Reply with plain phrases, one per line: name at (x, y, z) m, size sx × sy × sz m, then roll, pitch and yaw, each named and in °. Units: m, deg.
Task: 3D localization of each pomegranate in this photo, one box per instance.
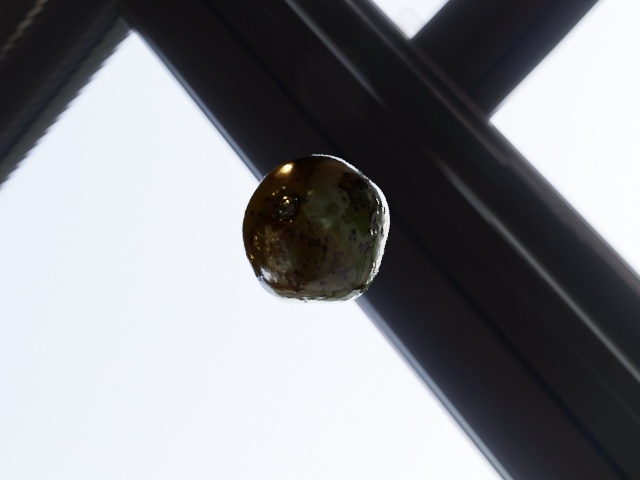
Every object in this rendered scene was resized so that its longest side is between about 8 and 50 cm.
pomegranate at (0.000, 0.000, 1.439) m, size 0.159 × 0.159 × 0.205 m, roll -38°, pitch -22°, yaw -1°
